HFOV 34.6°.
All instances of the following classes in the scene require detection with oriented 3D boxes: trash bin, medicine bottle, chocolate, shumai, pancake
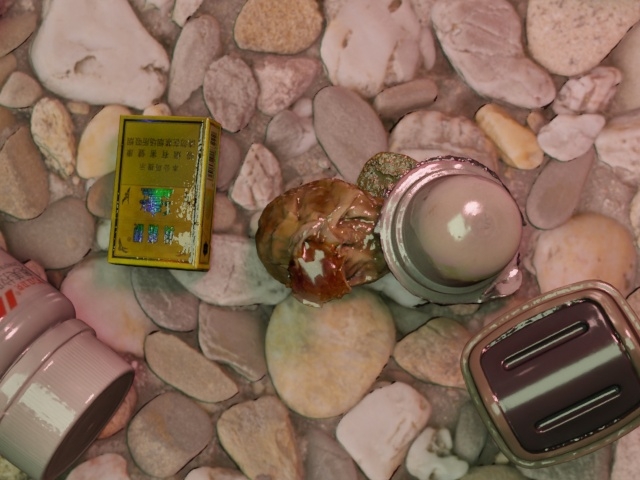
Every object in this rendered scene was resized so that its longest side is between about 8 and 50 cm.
[{"bbox_3d":[0.289,0.156,1.229,0.209,0.290,0.182,-29,80,9],"label":"trash bin"},{"bbox_3d":[-0.438,0.168,1.430,0.306,0.245,0.245,36,95,6],"label":"medicine bottle"},{"bbox_3d":[0.187,-0.006,1.314,0.221,0.147,0.221,-1,95,-11],"label":"chocolate"},{"bbox_3d":[0.000,0.000,1.383,0.209,0.153,0.161,11,102,15],"label":"shumai"},{"bbox_3d":[0.101,-0.075,1.430,0.108,0.017,0.108,-1,87,13],"label":"pancake"}]

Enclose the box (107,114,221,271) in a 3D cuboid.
[{"bbox_3d":[-0.225,-0.068,1.486,0.141,0.064,0.220,3,85,14],"label":"box"}]
